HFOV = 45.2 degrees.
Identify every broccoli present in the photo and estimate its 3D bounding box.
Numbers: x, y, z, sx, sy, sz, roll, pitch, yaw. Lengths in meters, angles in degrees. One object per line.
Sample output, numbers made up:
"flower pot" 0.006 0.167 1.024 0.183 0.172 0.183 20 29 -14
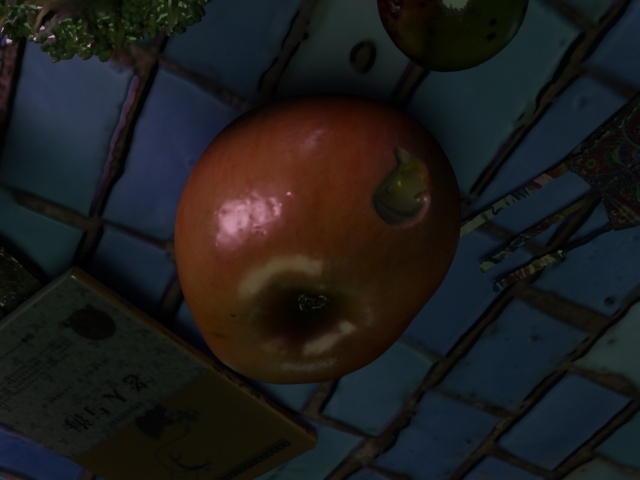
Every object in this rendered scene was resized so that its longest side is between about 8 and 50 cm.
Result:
"broccoli" -0.186 -0.236 0.538 0.226 0.176 0.198 30 121 -34

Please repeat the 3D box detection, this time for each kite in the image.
"kite" 0.257 -0.043 0.735 0.285 0.015 0.152 -32 115 23

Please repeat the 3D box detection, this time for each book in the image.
"book" -0.226 0.204 0.936 0.269 0.032 0.389 -34 122 26

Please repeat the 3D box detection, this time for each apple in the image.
"apple" 0.000 0.000 0.650 0.242 0.241 0.242 4 125 6

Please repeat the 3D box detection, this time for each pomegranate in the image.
"pomegranate" 0.101 -0.193 0.581 0.130 0.130 0.130 3 127 4

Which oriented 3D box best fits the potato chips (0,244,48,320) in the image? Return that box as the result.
"potato chips" -0.407 0.051 0.864 0.220 0.029 0.202 8 127 1
